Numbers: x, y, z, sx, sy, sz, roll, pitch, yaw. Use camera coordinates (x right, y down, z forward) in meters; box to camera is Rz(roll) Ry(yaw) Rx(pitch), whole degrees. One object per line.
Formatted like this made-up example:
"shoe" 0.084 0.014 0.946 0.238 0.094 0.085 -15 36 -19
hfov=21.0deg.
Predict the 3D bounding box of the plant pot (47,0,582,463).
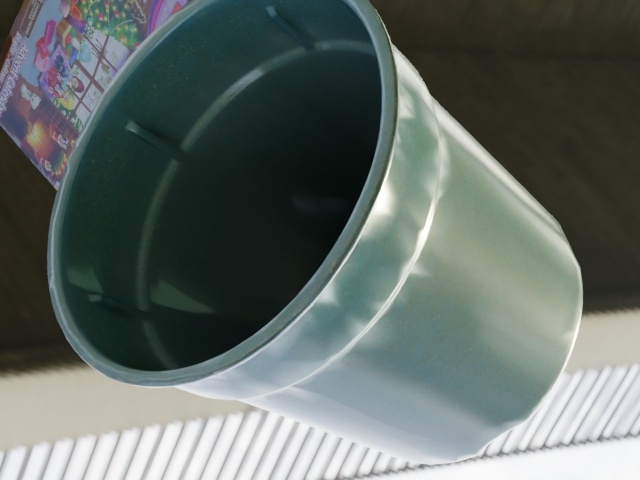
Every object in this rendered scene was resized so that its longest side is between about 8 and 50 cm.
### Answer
"plant pot" 0.018 0.012 1.384 0.334 0.341 0.341 33 -159 -43

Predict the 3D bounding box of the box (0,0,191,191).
"box" -0.193 -0.163 1.582 0.201 0.293 0.057 47 -137 16
